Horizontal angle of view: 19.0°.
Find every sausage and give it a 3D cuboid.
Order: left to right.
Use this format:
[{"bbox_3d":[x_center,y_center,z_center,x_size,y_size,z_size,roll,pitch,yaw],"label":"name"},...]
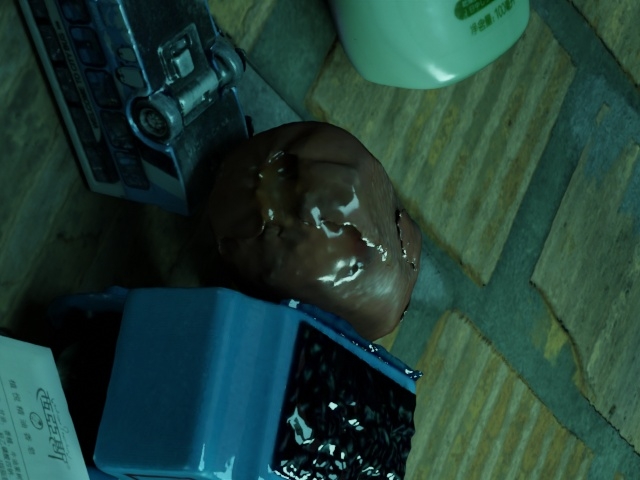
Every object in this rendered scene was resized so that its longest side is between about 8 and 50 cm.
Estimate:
[{"bbox_3d":[0.000,0.000,1.540,0.279,0.152,0.152,54,55,-67],"label":"sausage"}]

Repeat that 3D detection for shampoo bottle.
[{"bbox_3d":[0.076,-0.322,1.709,0.222,0.151,0.349,-37,125,-33],"label":"shampoo bottle"}]

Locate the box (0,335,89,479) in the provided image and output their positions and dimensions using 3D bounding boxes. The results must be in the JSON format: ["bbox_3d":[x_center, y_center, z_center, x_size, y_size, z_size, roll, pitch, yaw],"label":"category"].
[{"bbox_3d":[-0.255,0.194,1.313,0.203,0.116,0.274,21,42,-53],"label":"box"}]

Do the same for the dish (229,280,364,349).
[{"bbox_3d":[-0.030,0.056,1.716,0.149,0.080,0.207,-30,119,-34],"label":"dish"}]

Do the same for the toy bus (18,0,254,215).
[{"bbox_3d":[-0.152,-0.169,1.471,0.106,0.131,0.297,-45,130,-38],"label":"toy bus"}]

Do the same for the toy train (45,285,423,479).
[{"bbox_3d":[-0.072,0.148,1.515,0.300,0.265,0.188,34,60,-53],"label":"toy train"}]
